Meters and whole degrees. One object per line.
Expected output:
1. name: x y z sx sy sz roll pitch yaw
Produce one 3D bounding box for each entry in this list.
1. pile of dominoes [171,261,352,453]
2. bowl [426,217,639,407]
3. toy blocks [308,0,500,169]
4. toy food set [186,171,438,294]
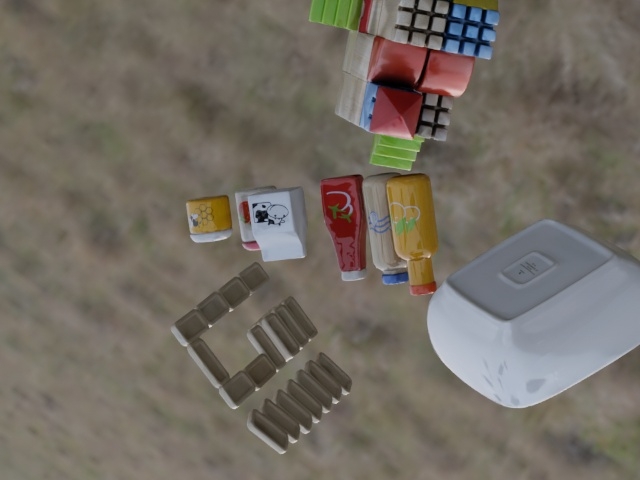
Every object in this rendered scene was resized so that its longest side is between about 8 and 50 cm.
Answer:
1. pile of dominoes: -0.072 0.143 2.159 0.196 0.040 0.251 54 -152 -1
2. bowl: 0.145 0.039 1.226 0.142 0.142 0.053 38 155 59
3. toy blocks: 0.109 -0.250 1.915 0.190 0.381 0.261 10 -172 -11
4. toy food set: 0.000 0.000 1.675 0.232 0.104 0.111 -6 -174 17
